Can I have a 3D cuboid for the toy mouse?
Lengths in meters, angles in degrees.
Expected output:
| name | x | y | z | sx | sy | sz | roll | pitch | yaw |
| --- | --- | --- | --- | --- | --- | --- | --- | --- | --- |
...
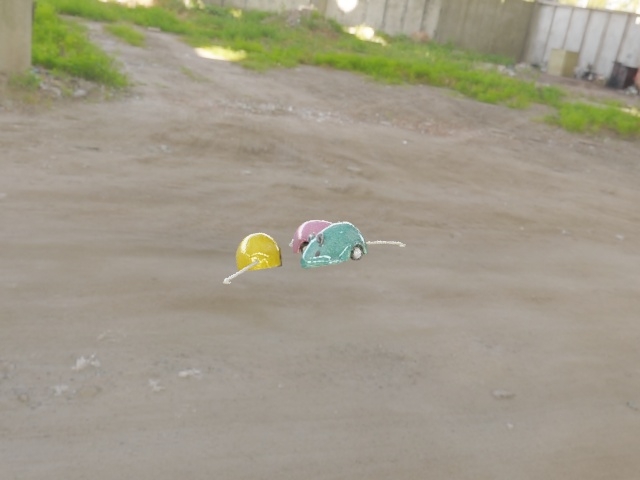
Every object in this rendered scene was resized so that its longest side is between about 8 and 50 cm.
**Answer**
| name | x | y | z | sx | sy | sz | roll | pitch | yaw |
| --- | --- | --- | --- | --- | --- | --- | --- | --- | --- |
| toy mouse | 0.000 | 0.000 | 0.601 | 0.143 | 0.031 | 0.161 | -8 | 6 | 5 |
